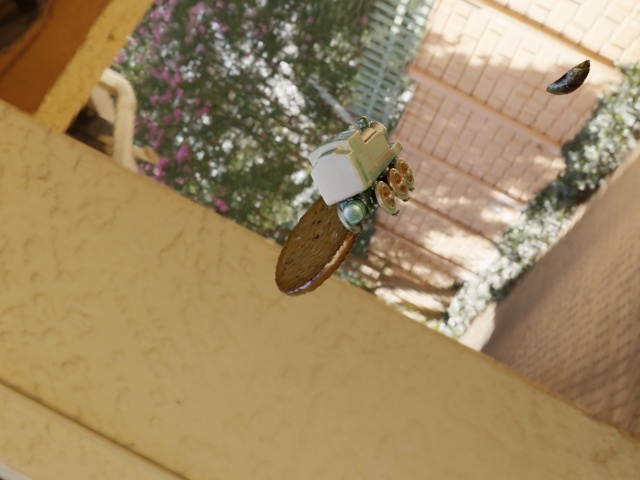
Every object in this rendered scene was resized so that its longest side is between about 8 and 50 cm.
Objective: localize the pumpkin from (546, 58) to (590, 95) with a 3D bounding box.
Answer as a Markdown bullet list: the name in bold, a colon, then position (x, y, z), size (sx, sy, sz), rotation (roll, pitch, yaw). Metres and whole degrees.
- **pumpkin**: position (0.391, -0.248, 1.395), size (0.050, 0.028, 0.083), rotation (-18, -20, -39)

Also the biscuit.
- **biscuit**: position (0.001, 0.001, 1.293), size (0.188, 0.027, 0.187), rotation (-42, 26, 26)

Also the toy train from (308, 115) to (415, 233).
- **toy train**: position (0.058, -0.091, 1.156), size (0.081, 0.125, 0.194), rotation (-21, 14, 27)
